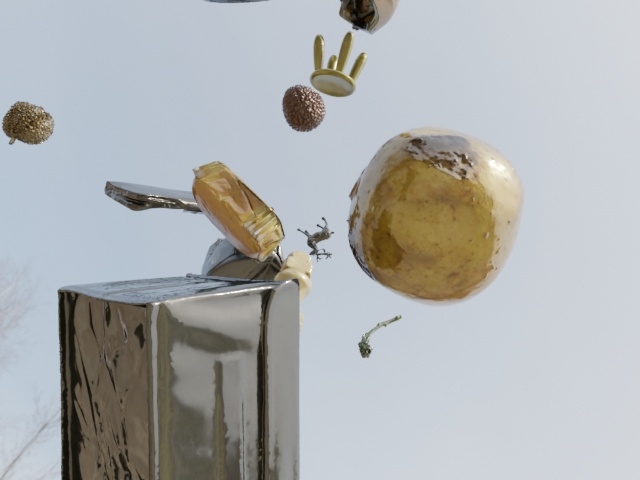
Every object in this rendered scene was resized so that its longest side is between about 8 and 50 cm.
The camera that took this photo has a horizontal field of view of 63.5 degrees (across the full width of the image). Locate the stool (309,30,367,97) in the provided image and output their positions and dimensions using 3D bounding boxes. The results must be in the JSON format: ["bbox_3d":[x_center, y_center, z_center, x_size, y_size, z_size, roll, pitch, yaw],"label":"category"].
[{"bbox_3d":[0.040,-0.410,1.210,0.134,0.111,0.135,15,-12,-15],"label":"stool"}]

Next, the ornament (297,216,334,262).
[{"bbox_3d":[0.000,0.000,1.151,0.073,0.125,0.028,-24,-49,-6],"label":"ornament"}]

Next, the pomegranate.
[{"bbox_3d":[0.168,-0.038,0.794,0.281,0.281,0.281,10,-57,16],"label":"pomegranate"}]

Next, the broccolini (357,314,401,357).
[{"bbox_3d":[0.159,0.251,1.420,0.052,0.194,0.054,40,-38,13],"label":"broccolini"}]

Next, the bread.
[{"bbox_3d":[-0.194,-0.067,1.182,0.241,0.107,0.136,43,-20,22],"label":"bread"}]

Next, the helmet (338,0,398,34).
[{"bbox_3d":[0.123,-0.636,1.284,0.198,0.130,0.224,44,-22,40],"label":"helmet"}]

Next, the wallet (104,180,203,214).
[{"bbox_3d":[-0.366,-0.107,1.398,0.197,0.377,0.051,21,-77,41],"label":"wallet"}]

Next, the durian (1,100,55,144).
[{"bbox_3d":[-0.524,-0.204,0.925,0.080,0.091,0.080,22,-19,8],"label":"durian"}]

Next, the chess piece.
[{"bbox_3d":[-0.087,0.186,1.204,0.117,0.397,0.117,8,-42,7],"label":"chess piece"}]

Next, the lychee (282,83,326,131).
[{"bbox_3d":[-0.051,-0.366,1.426,0.123,0.123,0.129,-30,-44,33],"label":"lychee"}]

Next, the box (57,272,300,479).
[{"bbox_3d":[-0.178,0.219,0.646,0.251,0.204,0.345,0,-88,44],"label":"box"}]

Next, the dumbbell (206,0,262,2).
[{"bbox_3d":[-0.082,-0.327,0.471,0.100,0.100,0.191,10,-53,16],"label":"dumbbell"}]

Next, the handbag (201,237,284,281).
[{"bbox_3d":[-0.244,0.051,1.516,0.152,0.288,0.342,33,-60,-33],"label":"handbag"}]
